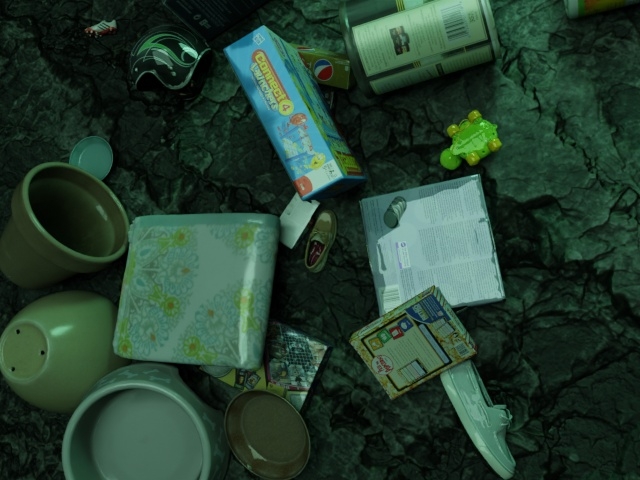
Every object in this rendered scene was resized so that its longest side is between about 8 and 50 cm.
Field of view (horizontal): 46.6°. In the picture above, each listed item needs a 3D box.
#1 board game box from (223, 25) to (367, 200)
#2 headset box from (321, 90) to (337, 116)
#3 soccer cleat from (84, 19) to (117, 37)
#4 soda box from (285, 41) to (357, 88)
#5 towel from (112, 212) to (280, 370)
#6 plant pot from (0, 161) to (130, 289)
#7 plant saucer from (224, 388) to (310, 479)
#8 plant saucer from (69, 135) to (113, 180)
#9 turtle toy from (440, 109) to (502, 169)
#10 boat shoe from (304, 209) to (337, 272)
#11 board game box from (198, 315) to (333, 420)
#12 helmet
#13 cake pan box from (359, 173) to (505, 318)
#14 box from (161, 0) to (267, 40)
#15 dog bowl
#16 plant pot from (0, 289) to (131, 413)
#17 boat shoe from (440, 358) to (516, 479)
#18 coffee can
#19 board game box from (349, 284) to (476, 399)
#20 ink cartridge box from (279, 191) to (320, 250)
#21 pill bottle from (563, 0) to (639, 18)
[{"bbox_3d":[-0.035,-0.229,1.421,0.086,0.308,0.301,-28,89,12],"label":"board game box"},{"bbox_3d":[-0.010,-0.290,1.602,0.083,0.032,0.062,5,83,19],"label":"headset box"},{"bbox_3d":[-0.534,-0.517,1.810,0.083,0.029,0.035,-3,72,14],"label":"soccer cleat"},{"bbox_3d":[-0.010,-0.375,1.590,0.181,0.058,0.061,17,119,20],"label":"soda box"},{"bbox_3d":[-0.264,0.102,1.567,0.375,0.090,0.320,-1,78,28],"label":"towel"},{"bbox_3d":[-0.596,-0.008,1.657,0.229,0.263,0.263,-37,72,29],"label":"plant pot"},{"bbox_3d":[-0.102,0.386,1.498,0.199,0.036,0.198,7,106,26],"label":"plant saucer"},{"bbox_3d":[-0.539,-0.187,1.762,0.120,0.021,0.119,-3,80,17],"label":"plant saucer"},{"bbox_3d":[0.293,-0.189,1.470,0.130,0.066,0.095,-33,73,11],"label":"turtle toy"},{"bbox_3d":[0.000,0.000,1.546,0.050,0.045,0.135,10,85,19],"label":"boat shoe"},{"bbox_3d":[-0.114,0.244,1.547,0.243,0.042,0.165,24,89,20],"label":"board game box"},{"bbox_3d":[-0.340,-0.398,1.658,0.162,0.169,0.169,25,90,4],"label":"helmet"},{"bbox_3d":[0.220,0.023,1.462,0.246,0.070,0.266,-14,78,18],"label":"cake pan box"},{"bbox_3d":[-0.195,-0.691,1.629,0.396,0.212,0.293,-30,73,12],"label":"box"},{"bbox_3d":[-0.363,0.429,1.523,0.349,0.102,0.348,0,91,6],"label":"dog bowl"},{"bbox_3d":[-0.586,0.242,1.622,0.284,0.191,0.283,-3,81,18],"label":"plant pot"},{"bbox_3d":[0.309,0.326,1.379,0.081,0.079,0.227,-34,70,15],"label":"boat shoe"},{"bbox_3d":[0.197,-0.414,1.466,0.276,0.201,0.201,-14,78,15],"label":"coffee can"},{"bbox_3d":[0.176,0.196,1.418,0.194,0.045,0.146,-33,97,19],"label":"board game box"},{"bbox_3d":[-0.051,-0.043,1.579,0.063,0.029,0.115,33,91,20],"label":"ink cartridge box"},{"bbox_3d":[0.580,-0.512,1.390,0.246,0.136,0.136,-10,79,16],"label":"pill bottle"}]
